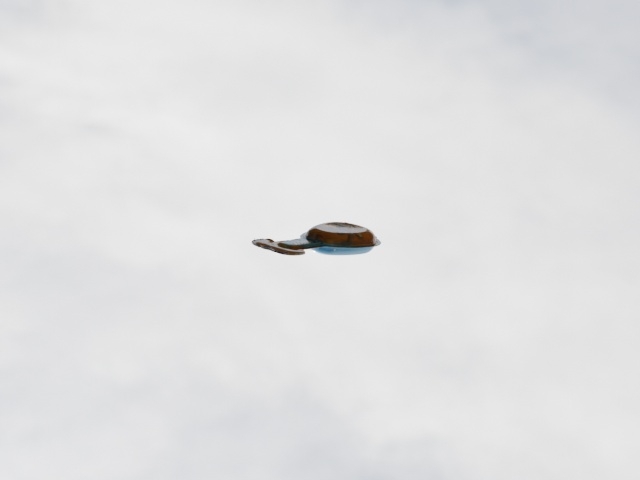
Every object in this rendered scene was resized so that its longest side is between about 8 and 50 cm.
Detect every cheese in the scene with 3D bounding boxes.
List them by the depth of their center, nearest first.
[{"bbox_3d":[0.000,0.001,1.196,0.047,0.017,0.111,13,-167,35],"label":"cheese"}]
